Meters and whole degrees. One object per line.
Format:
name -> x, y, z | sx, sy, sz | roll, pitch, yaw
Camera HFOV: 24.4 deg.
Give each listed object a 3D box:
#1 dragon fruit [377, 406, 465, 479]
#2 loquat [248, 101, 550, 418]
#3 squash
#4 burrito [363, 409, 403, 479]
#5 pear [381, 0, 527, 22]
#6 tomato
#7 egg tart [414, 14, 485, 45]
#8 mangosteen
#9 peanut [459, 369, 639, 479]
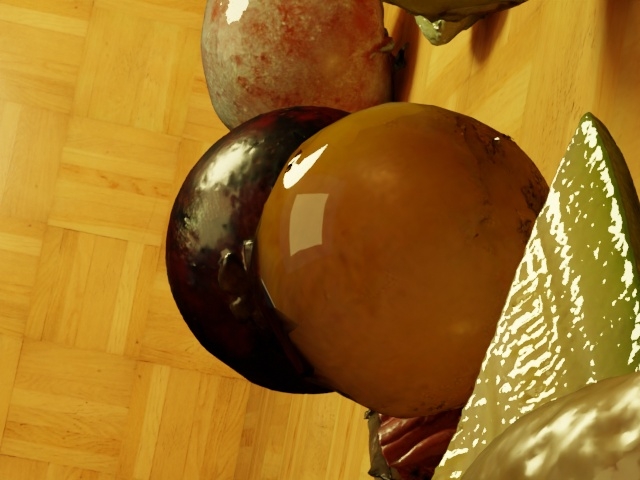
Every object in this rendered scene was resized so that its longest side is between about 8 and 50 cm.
dragon fruit -> 0.115, 0.150, 1.221 | 0.092, 0.122, 0.192 | -36, 14, 11
loquat -> 0.065, 0.016, 1.080 | 0.235, 0.235, 0.235 | -169, 90, -83
squash -> 0.133, 0.092, 0.859 | 0.203, 0.111, 0.289 | -38, 33, 27
burrito -> 0.068, 0.212, 1.501 | 0.171, 0.042, 0.051 | -85, 12, -60
pear -> 0.125, -0.312, 1.074 | 0.269, 0.269, 0.321 | -94, 22, -65
tomato -> -0.020, -0.262, 2.033 | 0.316, 0.282, 0.317 | -8, -90, -88
egg tart -> 0.143, -0.291, 1.535 | 0.197, 0.078, 0.197 | -175, 90, -82
mangosteen -> -0.004, 0.010, 1.480 | 0.311, 0.311, 0.311 | -169, 90, -83
peanut -> 0.120, 0.182, 0.623 | 0.192, 0.169, 0.387 | -109, 29, -46
